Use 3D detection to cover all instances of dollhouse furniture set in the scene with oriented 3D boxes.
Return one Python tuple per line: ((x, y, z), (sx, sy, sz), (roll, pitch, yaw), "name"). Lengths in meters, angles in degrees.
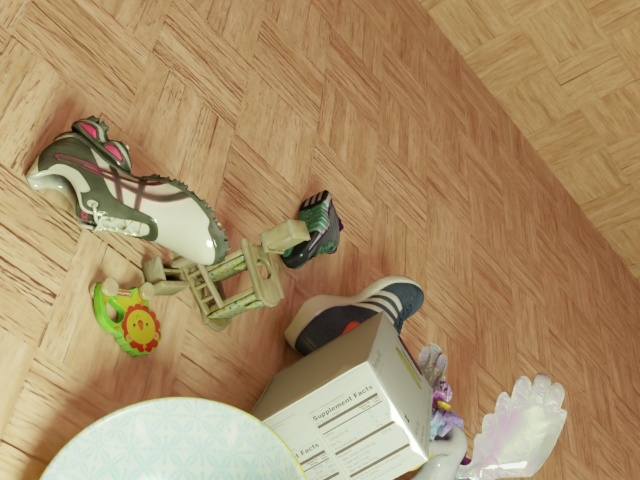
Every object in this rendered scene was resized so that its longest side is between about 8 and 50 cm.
((-0.121, 0.049, 1.187), (0.161, 0.182, 0.101), (6, 62, -56), "dollhouse furniture set")

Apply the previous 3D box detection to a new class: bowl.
((-0.153, 0.329, 0.912), (0.156, 0.289, 0.289), (93, 2, -47), "bowl")

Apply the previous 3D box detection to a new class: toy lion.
((-0.247, 0.101, 1.109), (0.100, 0.034, 0.096), (14, 63, -53), "toy lion")

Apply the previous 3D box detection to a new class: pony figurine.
((0.201, 0.347, 1.424), (0.363, 0.303, 0.351), (28, 77, -50), "pony figurine")

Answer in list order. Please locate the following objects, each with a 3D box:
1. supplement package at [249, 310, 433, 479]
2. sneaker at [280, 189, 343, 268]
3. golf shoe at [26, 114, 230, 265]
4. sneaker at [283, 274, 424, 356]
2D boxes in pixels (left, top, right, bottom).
((0.029, 0.231, 1.163), (0.145, 0.204, 0.262), (57, 12, -4), "supplement package")
((0.000, 0.000, 1.520), (0.098, 0.083, 0.224), (57, 29, -21), "sneaker")
((-0.243, -0.038, 1.101), (0.273, 0.105, 0.120), (35, 52, 9), "golf shoe")
((0.094, 0.159, 1.455), (0.148, 0.131, 0.350), (43, 32, 25), "sneaker")
